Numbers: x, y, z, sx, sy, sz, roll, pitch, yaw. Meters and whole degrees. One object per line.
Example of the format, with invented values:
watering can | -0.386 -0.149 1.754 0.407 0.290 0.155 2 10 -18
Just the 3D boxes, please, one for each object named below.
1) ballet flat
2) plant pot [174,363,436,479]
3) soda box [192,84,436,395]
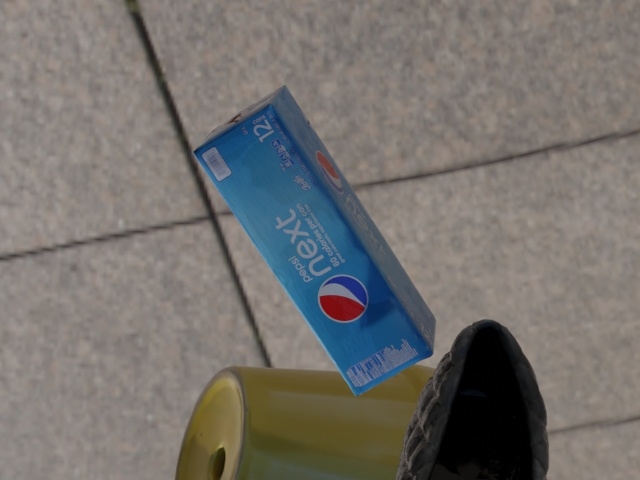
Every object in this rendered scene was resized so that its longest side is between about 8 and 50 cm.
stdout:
ballet flat | 0.042 0.092 0.426 0.057 0.173 0.049 0 127 3
plant pot | 0.007 0.219 1.288 0.239 0.254 0.254 16 132 -22
soda box | 0.000 0.000 1.029 0.067 0.071 0.210 -30 101 15
